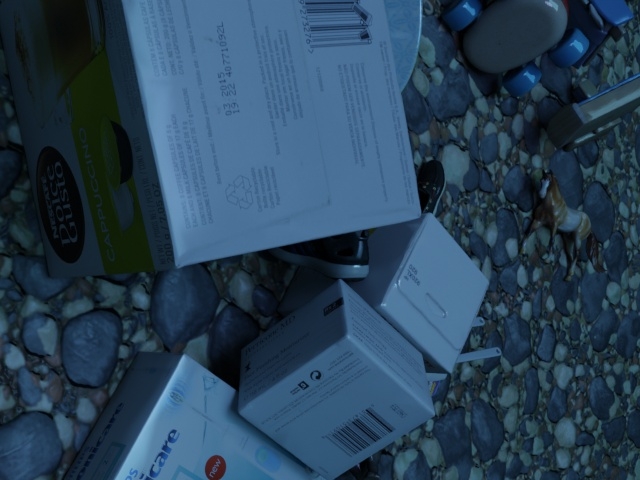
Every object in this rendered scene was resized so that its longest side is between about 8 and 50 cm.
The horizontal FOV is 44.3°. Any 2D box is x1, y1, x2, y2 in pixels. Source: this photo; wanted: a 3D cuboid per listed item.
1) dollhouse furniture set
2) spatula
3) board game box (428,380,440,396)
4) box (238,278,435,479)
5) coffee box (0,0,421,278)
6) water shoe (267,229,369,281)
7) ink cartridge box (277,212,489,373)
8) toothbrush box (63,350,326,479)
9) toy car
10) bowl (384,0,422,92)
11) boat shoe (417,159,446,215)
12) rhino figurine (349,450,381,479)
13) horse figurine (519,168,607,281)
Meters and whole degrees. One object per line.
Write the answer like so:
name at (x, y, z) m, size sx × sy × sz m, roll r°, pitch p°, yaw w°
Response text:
dollhouse furniture set at (0.502, -0.363, 1.632) m, size 0.198 × 0.286 × 0.304 m, roll -25°, pitch 79°, yaw -11°
spatula at (0.220, 0.157, 1.380) m, size 0.242 × 0.019 × 0.168 m, roll 0°, pitch 60°, yaw -43°
board game box at (0.190, 0.194, 1.373) m, size 0.133 × 0.033 × 0.169 m, roll 41°, pitch 62°, yaw -30°
box at (0.019, 0.181, 1.008) m, size 0.182 × 0.181 × 0.119 m, roll 43°, pitch 20°, yaw -26°
coffee box at (-0.139, -0.152, 0.929) m, size 0.338 × 0.334 × 0.338 m, roll -13°, pitch 95°, yaw -39°
water shoe at (0.000, 0.000, 1.116) m, size 0.072 × 0.203 × 0.080 m, roll 2°, pitch 101°, yaw -42°
ink cartridge box at (0.094, 0.082, 1.170) m, size 0.171 × 0.232 × 0.168 m, roll 45°, pitch 59°, yaw -28°
toothbrush box at (-0.151, 0.309, 1.012) m, size 0.295 × 0.126 × 0.216 m, roll 43°, pitch 60°, yaw -28°
toy car at (0.387, -0.447, 1.508) m, size 0.219 × 0.210 × 0.238 m, roll 42°, pitch 48°, yaw -17°
bowl at (0.017, -0.338, 1.148) m, size 0.289 × 0.156 × 0.290 m, roll -16°, pitch 109°, yaw -56°
boat shoe at (0.186, -0.085, 1.385) m, size 0.042 × 0.048 × 0.133 m, roll 31°, pitch 71°, yaw -43°
rhino figurine at (0.011, 0.286, 1.178) m, size 0.243 × 0.073 × 0.106 m, roll 45°, pitch 26°, yaw -27°
horse figurine at (0.511, -0.019, 1.646) m, size 0.263 × 0.066 × 0.175 m, roll 26°, pitch 76°, yaw -33°
